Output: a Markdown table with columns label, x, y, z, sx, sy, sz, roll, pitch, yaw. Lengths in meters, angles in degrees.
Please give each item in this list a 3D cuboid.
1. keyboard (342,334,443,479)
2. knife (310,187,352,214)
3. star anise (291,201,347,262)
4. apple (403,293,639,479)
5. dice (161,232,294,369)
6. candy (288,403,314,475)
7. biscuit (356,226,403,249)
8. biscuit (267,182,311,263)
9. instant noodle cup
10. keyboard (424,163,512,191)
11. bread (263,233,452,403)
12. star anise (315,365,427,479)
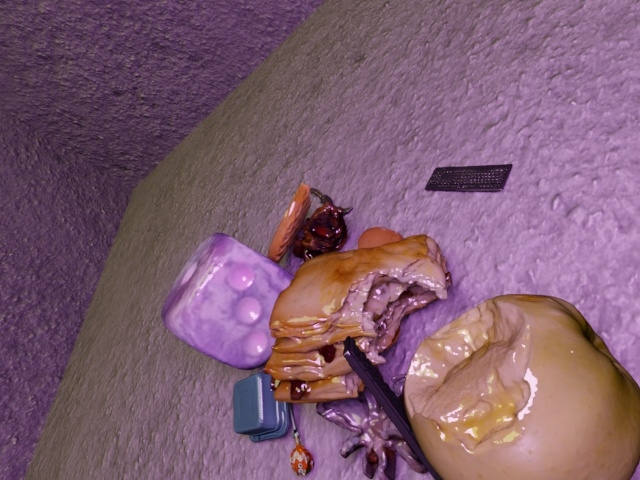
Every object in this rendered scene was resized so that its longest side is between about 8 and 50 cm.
| label | x | y | z | sx | sy | sz | roll | pitch | yaw |
| --- | --- | --- | --- | --- | --- | --- | --- | --- | --- |
| keyboard | 0.129 | 0.273 | 0.583 | 0.018 | 0.310 | 0.101 | -37 | -4 | 3 |
| knife | 0.022 | -0.116 | 1.237 | 0.046 | 0.021 | 0.222 | -55 | 40 | 0 |
| star anise | 0.000 | 0.000 | 1.083 | 0.190 | 0.125 | 0.220 | -54 | 13 | 1 |
| apple | 0.252 | 0.210 | 0.520 | 0.279 | 0.279 | 0.279 | -29 | 43 | 31 |
| dice | -0.228 | 0.155 | 1.058 | 0.270 | 0.271 | 0.270 | -59 | 24 | -10 |
| candy | -0.055 | 0.418 | 0.882 | 0.185 | 0.048 | 0.056 | -118 | 25 | -58 |
| biscuit | 0.100 | 0.044 | 1.011 | 0.192 | 0.036 | 0.186 | -57 | 34 | -5 |
| biscuit | -0.087 | -0.026 | 1.139 | 0.205 | 0.040 | 0.309 | -62 | -1 | -15 |
| instant noodle cup | -0.146 | 0.380 | 0.947 | 0.179 | 0.070 | 0.157 | -36 | 50 | 42 |
| keyboard | 0.329 | -0.144 | 0.920 | 0.196 | 0.015 | 0.074 | 10 | 70 | 51 |
| bread | 0.061 | 0.123 | 0.781 | 0.369 | 0.192 | 0.314 | -26 | 19 | 25 |
| star anise | 0.098 | 0.318 | 0.733 | 0.257 | 0.110 | 0.199 | 29 | 84 | 48 |
